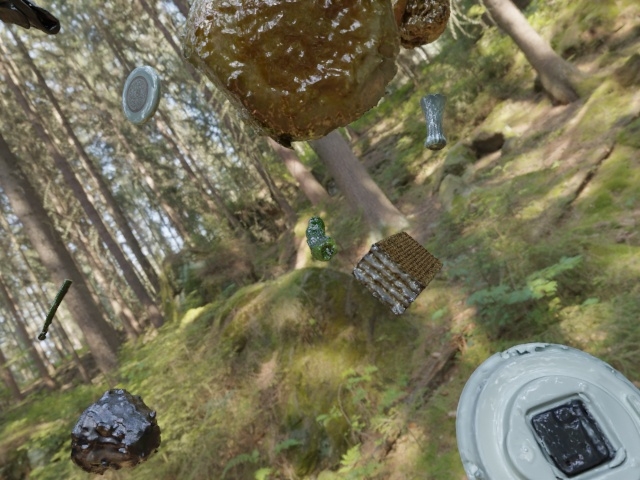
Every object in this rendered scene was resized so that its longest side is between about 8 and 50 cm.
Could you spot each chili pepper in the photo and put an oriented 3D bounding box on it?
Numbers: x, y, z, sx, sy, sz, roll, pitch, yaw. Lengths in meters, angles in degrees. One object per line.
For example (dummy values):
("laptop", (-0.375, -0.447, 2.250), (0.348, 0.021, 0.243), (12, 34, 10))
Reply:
("chili pepper", (0.000, 0.001, 0.570), (0.030, 0.091, 0.034), (-2, -63, -14))

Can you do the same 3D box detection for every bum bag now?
("bum bag", (-0.556, -0.411, 0.707), (0.060, 0.123, 0.248), (-66, -26, 0))

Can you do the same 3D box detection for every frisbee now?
("frisbee", (-0.334, -0.270, 0.820), (0.110, 0.110, 0.014), (-39, -20, 27))

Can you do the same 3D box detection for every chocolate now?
("chocolate", (-0.341, 0.353, 0.787), (0.133, 0.156, 0.156), (6, 10, 27))

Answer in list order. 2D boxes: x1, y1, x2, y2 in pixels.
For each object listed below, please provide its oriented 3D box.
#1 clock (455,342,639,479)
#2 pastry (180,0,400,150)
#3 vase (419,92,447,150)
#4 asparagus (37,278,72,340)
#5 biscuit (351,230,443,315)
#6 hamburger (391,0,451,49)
("clock", (0.277, 0.222, 0.497), (0.236, 0.236, 0.053), (-32, -30, -13))
("pastry", (-0.029, -0.247, 0.548), (0.236, 0.257, 0.121), (-45, 4, 0))
("vase", (0.327, -0.333, 1.266), (0.080, 0.149, 0.081), (0, -13, 0))
("asparagus", (-0.512, 0.133, 0.850), (0.018, 0.015, 0.127), (29, -97, -48))
("biscuit", (0.141, 0.050, 0.774), (0.070, 0.106, 0.252), (-53, -14, 19))
("hamburger", (0.207, -0.568, 1.014), (0.146, 0.286, 0.243), (-10, -48, 2))
